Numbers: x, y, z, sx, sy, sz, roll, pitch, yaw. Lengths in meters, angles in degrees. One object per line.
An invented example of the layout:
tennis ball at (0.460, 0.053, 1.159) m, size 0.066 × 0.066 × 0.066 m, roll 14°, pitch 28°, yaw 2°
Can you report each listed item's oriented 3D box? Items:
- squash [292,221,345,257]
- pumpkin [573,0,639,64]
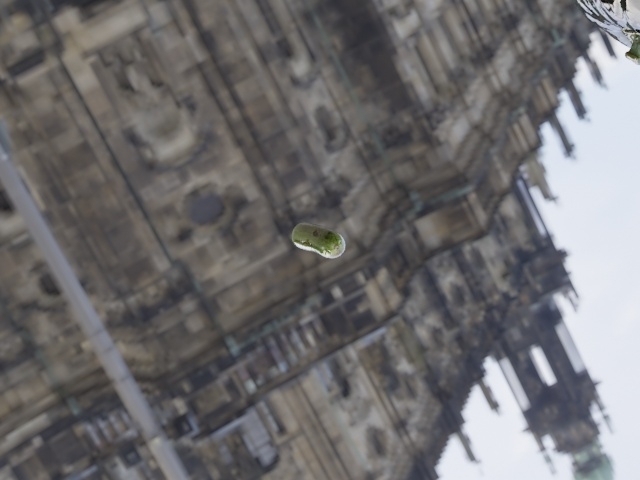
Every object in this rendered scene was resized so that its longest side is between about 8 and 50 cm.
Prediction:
squash at (0.000, 0.000, 1.205) m, size 0.027 × 0.027 × 0.083 m, roll -31°, pitch -163°, yaw -16°
pumpkin at (0.276, -0.197, 1.000) m, size 0.140 × 0.202 × 0.202 m, roll -58°, pitch -165°, yaw 2°
